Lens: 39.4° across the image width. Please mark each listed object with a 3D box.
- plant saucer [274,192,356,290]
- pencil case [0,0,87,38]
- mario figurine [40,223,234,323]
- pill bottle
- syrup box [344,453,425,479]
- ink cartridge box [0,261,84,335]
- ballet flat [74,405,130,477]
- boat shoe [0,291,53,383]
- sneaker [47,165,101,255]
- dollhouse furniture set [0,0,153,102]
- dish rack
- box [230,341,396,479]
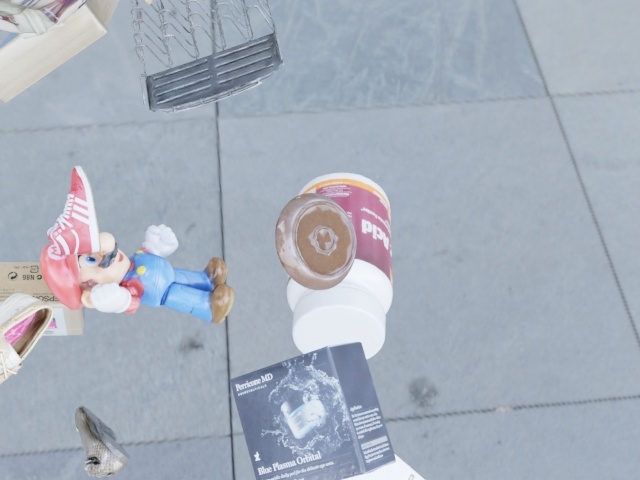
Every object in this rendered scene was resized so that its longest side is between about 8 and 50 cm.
[{"bbox_3d":[0.000,0.000,1.514,0.168,0.029,0.169,6,80,-34],"label":"plant saucer"},{"bbox_3d":[-0.250,-0.225,0.629,0.159,0.184,0.410,-9,13,-6],"label":"pencil case"},{"bbox_3d":[-0.301,0.045,1.492,0.320,0.198,0.170,10,84,-24],"label":"mario figurine"},{"bbox_3d":[0.044,0.057,1.927,0.224,0.224,0.392,2,45,1],"label":"pill bottle"},{"bbox_3d":[0.077,0.376,1.383,0.237,0.093,0.096,42,56,-7],"label":"syrup box"},{"bbox_3d":[-0.551,0.110,1.627,0.234,0.193,0.088,0,68,-12],"label":"ink cartridge box"},{"bbox_3d":[-0.349,0.315,1.382,0.084,0.250,0.058,46,77,-20],"label":"ballet flat"},{"bbox_3d":[-0.377,0.132,1.053,0.059,0.063,0.170,7,51,26],"label":"boat shoe"},{"bbox_3d":[-0.335,-0.037,1.189,0.067,0.042,0.119,-11,98,-21],"label":"sneaker"},{"bbox_3d":[-0.319,-0.355,0.927,0.286,0.303,0.198,-30,27,11],"label":"dollhouse furniture set"},{"bbox_3d":[-0.159,-0.295,1.152,0.208,0.074,0.272,-18,60,8],"label":"dish rack"},{"bbox_3d":[-0.011,0.225,1.118,0.156,0.093,0.158,-23,77,27],"label":"box"}]
